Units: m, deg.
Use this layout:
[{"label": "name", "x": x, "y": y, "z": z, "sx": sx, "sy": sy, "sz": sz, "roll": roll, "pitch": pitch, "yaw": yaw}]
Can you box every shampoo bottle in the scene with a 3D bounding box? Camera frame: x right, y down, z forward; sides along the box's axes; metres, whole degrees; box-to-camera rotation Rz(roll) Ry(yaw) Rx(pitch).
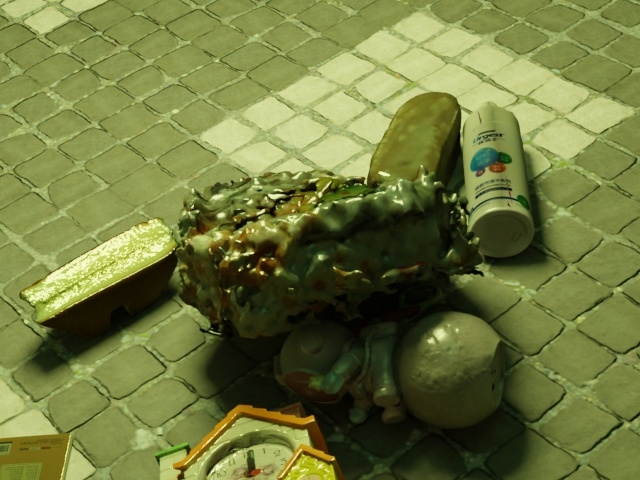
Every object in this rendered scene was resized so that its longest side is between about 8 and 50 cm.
[{"label": "shampoo bottle", "x": 0.253, "y": -0.105, "z": 2.065, "sx": 0.092, "sy": 0.092, "sz": 0.303, "roll": -4, "pitch": 40, "yaw": 7}]

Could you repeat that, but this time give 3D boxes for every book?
[{"label": "book", "x": -0.375, "y": 0.307, "z": 1.763, "sx": 0.118, "sy": 0.012, "sz": 0.172, "roll": -5, "pitch": 39, "yaw": 6}]

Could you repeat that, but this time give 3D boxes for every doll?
[{"label": "doll", "x": 0.079, "y": 0.153, "z": 1.755, "sx": 0.287, "sy": 0.151, "sz": 0.151, "roll": 2, "pitch": 41, "yaw": 20}]

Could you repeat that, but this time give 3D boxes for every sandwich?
[{"label": "sandwich", "x": -0.298, "y": 0.065, "z": 1.988, "sx": 0.244, "sy": 0.088, "sz": 0.090, "roll": -29, "pitch": 51, "yaw": -28}]

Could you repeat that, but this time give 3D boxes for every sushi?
[{"label": "sushi", "x": 0.004, "y": 0.000, "z": 1.833, "sx": 0.418, "sy": 0.175, "sz": 0.417, "roll": -7, "pitch": 8, "yaw": 1}]

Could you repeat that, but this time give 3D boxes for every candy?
[{"label": "candy", "x": 0.140, "y": -0.120, "z": 2.100, "sx": 0.102, "sy": 0.104, "sz": 0.234, "roll": 9, "pitch": 43, "yaw": 15}]

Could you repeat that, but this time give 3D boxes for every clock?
[{"label": "clock", "x": -0.079, "y": 0.284, "z": 1.616, "sx": 0.220, "sy": 0.106, "sz": 0.255, "roll": -19, "pitch": 27, "yaw": 2}]

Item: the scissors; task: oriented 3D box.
[{"label": "scissors", "x": 0.078, "y": 0.114, "z": 1.893, "sx": 0.187, "sy": 0.020, "sz": 0.133, "roll": -7, "pitch": 40, "yaw": 0}]
